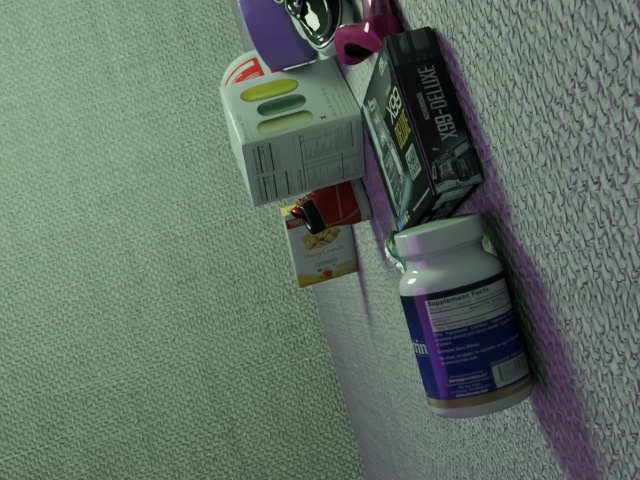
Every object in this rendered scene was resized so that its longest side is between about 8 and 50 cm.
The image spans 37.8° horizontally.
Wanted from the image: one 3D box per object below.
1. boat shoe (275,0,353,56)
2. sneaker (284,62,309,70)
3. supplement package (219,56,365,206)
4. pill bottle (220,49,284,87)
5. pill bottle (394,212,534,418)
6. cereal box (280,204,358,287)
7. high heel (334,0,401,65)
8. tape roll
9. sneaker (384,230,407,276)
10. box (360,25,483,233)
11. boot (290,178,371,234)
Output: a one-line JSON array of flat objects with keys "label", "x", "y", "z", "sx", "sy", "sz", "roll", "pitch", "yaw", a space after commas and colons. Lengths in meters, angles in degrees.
[{"label": "boat shoe", "x": -0.025, "y": -0.478, "z": 1.796, "sx": 0.105, "sy": 0.113, "sz": 0.306, "roll": 21, "pitch": -137, "yaw": -39}, {"label": "sneaker", "x": -0.097, "y": -0.535, "z": 2.205, "sx": 0.129, "sy": 0.111, "sz": 0.297, "roll": -74, "pitch": -31, "yaw": -75}, {"label": "supplement package", "x": -0.059, "y": -0.238, "z": 2.047, "sx": 0.198, "sy": 0.263, "sz": 0.199, "roll": 83, "pitch": 168, "yaw": -51}, {"label": "pill bottle", "x": -0.112, "y": -0.309, "z": 2.418, "sx": 0.407, "sy": 0.229, "sz": 0.229, "roll": -114, "pitch": 11, "yaw": -48}, {"label": "pill bottle", "x": 0.197, "y": 0.103, "z": 1.315, "sx": 0.153, "sy": 0.153, "sz": 0.264, "roll": -174, "pitch": 69, "yaw": -82}, {"label": "cereal box", "x": 0.000, "y": 0.000, "z": 2.470, "sx": 0.047, "sy": 0.173, "sz": 0.240, "roll": -116, "pitch": 12, "yaw": -54}, {"label": "high heel", "x": 0.081, "y": -0.318, "z": 1.566, "sx": 0.244, "sy": 0.082, "sz": 0.117, "roll": 138, "pitch": 126, "yaw": -68}, {"label": "tape roll", "x": -0.091, "y": -0.508, "z": 2.000, "sx": 0.275, "sy": 0.090, "sz": 0.274, "roll": -13, "pitch": -90, "yaw": -73}, {"label": "sneaker", "x": 0.172, "y": 0.026, "z": 1.752, "sx": 0.166, "sy": 0.065, "sz": 0.076, "roll": -118, "pitch": 30, "yaw": -45}, {"label": "box", "x": 0.145, "y": -0.152, "z": 1.440, "sx": 0.307, "sy": 0.077, "sz": 0.242, "roll": 110, "pitch": 144, "yaw": -78}, {"label": "boot", "x": 0.000, "y": -0.135, "z": 2.173, "sx": 0.088, "sy": 0.176, "sz": 0.244, "roll": 86, "pitch": 168, "yaw": -64}]
